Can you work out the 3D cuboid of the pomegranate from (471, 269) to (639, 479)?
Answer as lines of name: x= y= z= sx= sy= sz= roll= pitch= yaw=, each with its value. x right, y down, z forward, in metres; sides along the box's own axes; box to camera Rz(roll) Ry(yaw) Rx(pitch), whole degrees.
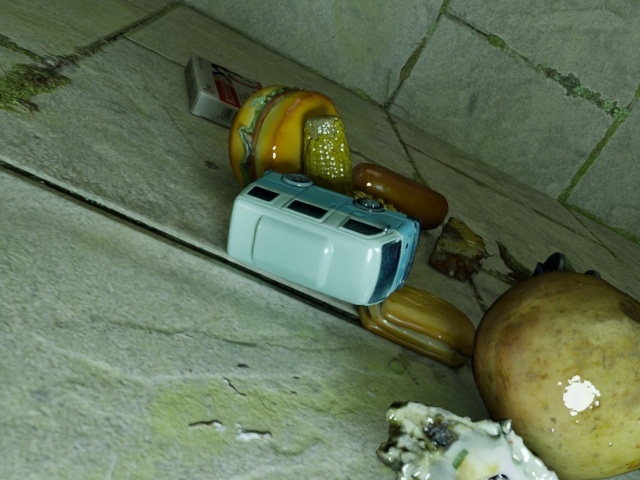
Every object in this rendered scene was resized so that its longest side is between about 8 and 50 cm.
pomegranate: x=0.345 y=0.184 z=0.871 sx=0.281 sy=0.281 sz=0.281 roll=26 pitch=22 yaw=-11

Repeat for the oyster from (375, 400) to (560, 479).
oyster: x=0.198 y=0.310 z=0.676 sx=0.201 sy=0.107 sz=0.354 roll=-22 pitch=65 yaw=-39

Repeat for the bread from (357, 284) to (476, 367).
bread: x=0.157 y=0.130 z=1.041 sx=0.200 sy=0.077 sz=0.116 roll=24 pitch=30 yaw=-12

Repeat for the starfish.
starfish: x=0.519 y=0.106 z=1.455 sx=0.358 sy=0.078 sz=0.347 roll=27 pitch=-6 yaw=-9

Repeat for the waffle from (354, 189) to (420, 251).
waffle: x=0.116 y=-0.032 z=1.346 sx=0.193 sy=0.070 sz=0.197 roll=6 pitch=34 yaw=-46

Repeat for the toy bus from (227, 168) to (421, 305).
toy bus: x=0.000 y=0.000 z=0.974 sx=0.271 sy=0.133 sz=0.165 roll=19 pitch=25 yaw=16

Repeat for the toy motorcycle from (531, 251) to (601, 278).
toy motorcycle: x=0.438 y=0.155 z=1.167 sx=0.125 sy=0.212 sz=0.358 roll=28 pitch=17 yaw=1

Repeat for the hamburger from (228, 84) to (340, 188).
hamburger: x=-0.080 y=-0.181 z=1.221 sx=0.170 sy=0.246 sz=0.246 roll=20 pitch=13 yaw=34

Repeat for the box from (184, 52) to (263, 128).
box: x=-0.238 y=-0.375 z=1.662 sx=0.214 sy=0.069 sz=0.353 roll=20 pitch=22 yaw=-24

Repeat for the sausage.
sausage: x=0.186 y=-0.104 z=1.540 sx=0.274 sy=0.105 sz=0.105 roll=21 pitch=23 yaw=-22

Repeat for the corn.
corn: x=0.015 y=-0.103 z=1.156 sx=0.097 sy=0.261 sz=0.097 roll=-4 pitch=34 yaw=3

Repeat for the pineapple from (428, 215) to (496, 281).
pineapple: x=0.328 y=0.029 z=1.474 sx=0.135 sy=0.079 sz=0.233 roll=24 pitch=27 yaw=7
